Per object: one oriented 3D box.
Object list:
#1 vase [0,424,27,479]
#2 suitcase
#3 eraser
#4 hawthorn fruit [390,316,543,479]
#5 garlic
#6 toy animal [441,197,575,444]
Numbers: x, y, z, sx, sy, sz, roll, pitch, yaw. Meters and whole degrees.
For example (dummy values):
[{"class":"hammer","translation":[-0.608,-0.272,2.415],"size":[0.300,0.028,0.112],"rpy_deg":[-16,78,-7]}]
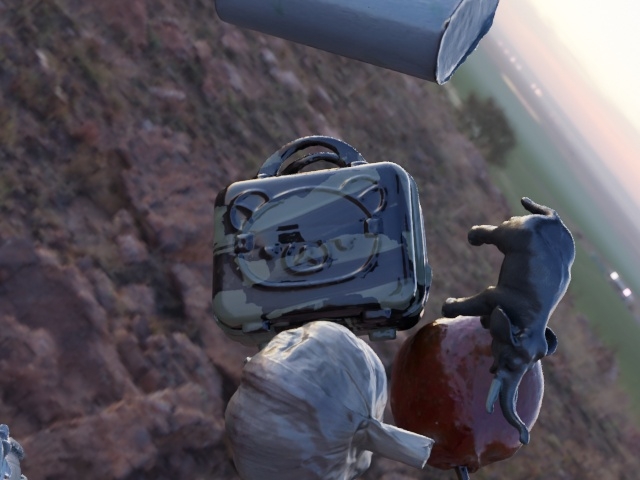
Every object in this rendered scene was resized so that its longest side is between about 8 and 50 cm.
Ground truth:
[{"class":"vase","translation":[-0.498,0.303,1.353],"size":[0.250,0.250,0.445],"rpy_deg":[53,-22,3]},{"class":"suitcase","translation":[0.000,0.000,1.729],"size":[0.194,0.351,0.339],"rpy_deg":[61,23,-64]},{"class":"eraser","translation":[0.040,-0.235,1.000],"size":[0.227,0.081,0.174],"rpy_deg":[21,46,20]},{"class":"hawthorn fruit","translation":[0.235,0.269,1.681],"size":[0.254,0.254,0.300],"rpy_deg":[28,50,-57]},{"class":"garlic","translation":[0.021,0.202,1.174],"size":[0.212,0.218,0.218],"rpy_deg":[18,-8,36]},{"class":"toy animal","translation":[0.206,0.082,1.179],"size":[0.082,0.269,0.137],"rpy_deg":[17,-10,-30]}]
